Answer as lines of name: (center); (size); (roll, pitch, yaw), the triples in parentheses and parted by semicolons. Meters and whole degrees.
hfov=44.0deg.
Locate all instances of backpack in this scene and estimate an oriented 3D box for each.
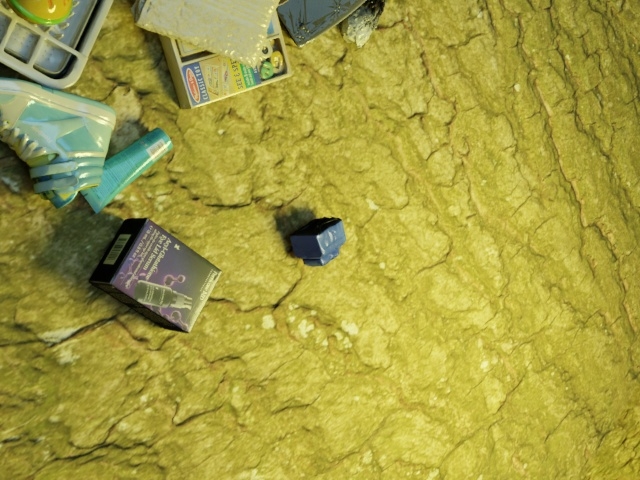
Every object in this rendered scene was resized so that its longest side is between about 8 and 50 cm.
backpack: (0.000, 0.000, 1.862); (0.120, 0.098, 0.101); (-39, 123, -45)

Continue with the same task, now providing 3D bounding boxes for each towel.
towel: (-0.225, -0.476, 1.589); (0.282, 0.049, 0.187); (15, 100, -31)

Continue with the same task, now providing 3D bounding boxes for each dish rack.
dish rack: (-0.531, -0.467, 1.442); (0.286, 0.072, 0.332); (29, 73, -34)

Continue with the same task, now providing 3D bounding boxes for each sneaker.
sneaker: (-0.522, -0.168, 1.416); (0.319, 0.127, 0.208); (8, 82, -38)

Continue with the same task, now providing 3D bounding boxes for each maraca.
maraca: (-0.487, -0.450, 1.376); (0.127, 0.099, 0.185); (32, 44, -37)

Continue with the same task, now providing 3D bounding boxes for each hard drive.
hard drive: (0.000, -0.585, 1.834); (0.255, 0.054, 0.172); (-40, 116, -10)

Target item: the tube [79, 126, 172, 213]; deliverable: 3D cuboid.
tube: (-0.389, -0.147, 1.579); (0.207, 0.052, 0.080); (-42, 102, -24)

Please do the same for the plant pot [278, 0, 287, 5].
plant pot: (-0.133, -0.610, 1.667); (0.236, 0.032, 0.236); (-6, 100, -36)

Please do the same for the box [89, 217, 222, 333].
box: (-0.328, 0.072, 1.590); (0.207, 0.108, 0.153); (38, 68, -32)

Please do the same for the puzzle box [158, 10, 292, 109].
puzzle box: (-0.227, -0.508, 1.666); (0.272, 0.052, 0.408); (-26, 111, -30)

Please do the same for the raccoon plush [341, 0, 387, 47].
raccoon plush: (0.254, -0.674, 1.921); (0.216, 0.299, 0.446); (20, 79, -38)
